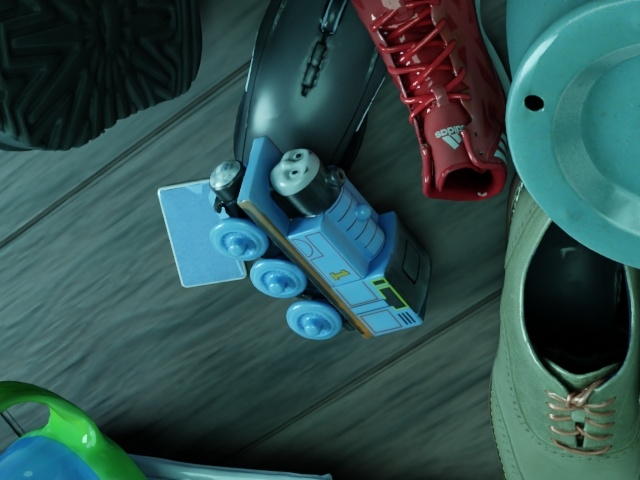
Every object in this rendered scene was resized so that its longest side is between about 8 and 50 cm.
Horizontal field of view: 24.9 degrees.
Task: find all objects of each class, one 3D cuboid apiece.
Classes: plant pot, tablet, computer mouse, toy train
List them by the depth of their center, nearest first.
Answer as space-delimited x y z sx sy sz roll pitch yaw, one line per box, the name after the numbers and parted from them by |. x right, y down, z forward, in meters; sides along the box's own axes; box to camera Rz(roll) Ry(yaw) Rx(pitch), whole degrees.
0.228 -0.123 0.845 0.272 0.255 0.271 13 133 15 | plant pot
-0.030 -0.156 1.028 0.184 0.060 0.262 25 111 0 | computer mouse
0.000 0.000 1.042 0.105 0.080 0.184 -18 131 29 | toy train
-0.091 -0.006 1.119 0.054 0.006 0.083 -9 108 12 | tablet

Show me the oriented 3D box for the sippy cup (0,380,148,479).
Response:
-0.251 0.276 1.080 0.240 0.224 0.305 -34 76 47 | sippy cup

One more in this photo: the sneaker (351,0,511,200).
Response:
0.078 -0.114 0.947 0.087 0.128 0.221 -24 132 19 | sneaker

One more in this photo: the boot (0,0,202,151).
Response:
-0.344 -0.124 0.927 0.445 0.367 0.146 0 93 15 | boot

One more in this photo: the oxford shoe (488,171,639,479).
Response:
0.176 0.108 1.045 0.123 0.130 0.348 -4 108 11 | oxford shoe

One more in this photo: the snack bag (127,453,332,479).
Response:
-0.002 0.331 1.159 0.343 0.037 0.323 4 110 9 | snack bag
